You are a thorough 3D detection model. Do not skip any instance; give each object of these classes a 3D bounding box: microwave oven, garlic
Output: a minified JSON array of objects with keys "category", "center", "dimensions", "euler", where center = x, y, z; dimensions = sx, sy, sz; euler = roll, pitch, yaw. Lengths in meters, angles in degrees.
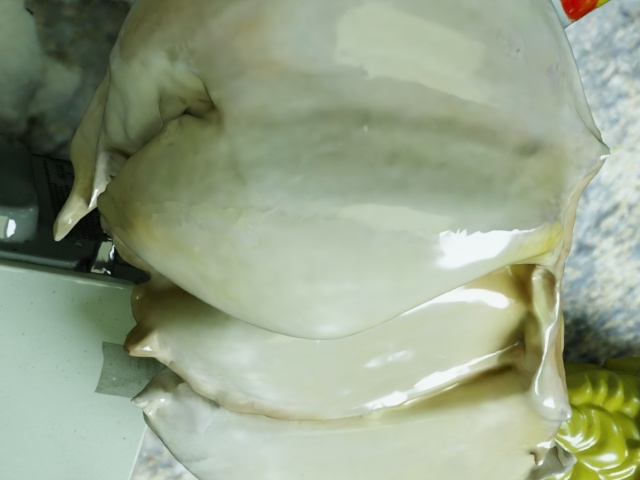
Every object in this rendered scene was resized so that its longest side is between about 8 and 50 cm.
[{"category":"microwave oven","center":[-0.205,0.034,0.616],"dimensions":[0.241,0.145,0.194],"euler":[11,111,-22]},{"category":"garlic","center":[-0.002,-0.016,0.518],"dimensions":[0.203,0.184,0.281],"euler":[-6,142,0]}]

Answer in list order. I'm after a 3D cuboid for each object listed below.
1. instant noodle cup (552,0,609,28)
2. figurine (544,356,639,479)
[{"category":"instant noodle cup","center":[0.118,-0.222,0.523],"dimensions":[0.200,0.264,0.264],"euler":[-38,122,16]},{"category":"figurine","center":[0.092,0.086,0.718],"dimensions":[0.187,0.168,0.315],"euler":[-39,123,17]}]
